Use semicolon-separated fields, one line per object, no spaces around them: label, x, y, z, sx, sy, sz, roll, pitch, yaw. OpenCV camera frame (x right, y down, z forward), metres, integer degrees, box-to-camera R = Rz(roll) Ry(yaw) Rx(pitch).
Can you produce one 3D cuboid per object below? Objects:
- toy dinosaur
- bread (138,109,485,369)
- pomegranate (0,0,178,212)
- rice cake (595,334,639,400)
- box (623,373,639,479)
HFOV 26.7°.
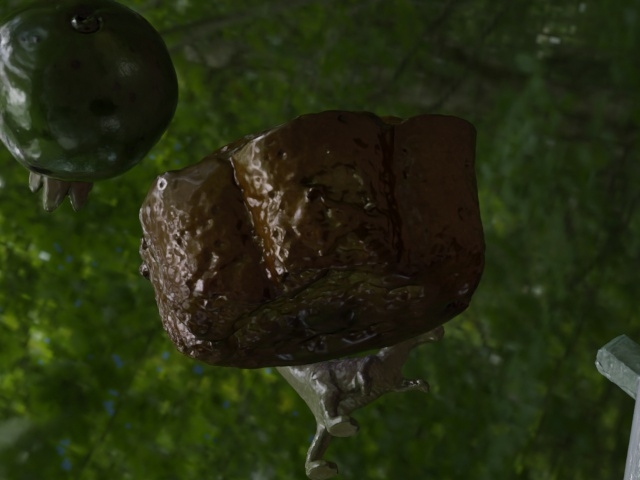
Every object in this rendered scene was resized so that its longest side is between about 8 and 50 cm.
toy dinosaur;0.007;0.144;1.394;0.072;0.251;0.200;48;-144;-33
bread;-0.007;-0.003;0.908;0.232;0.246;0.135;75;-177;-66
pomegranate;-0.233;-0.122;1.280;0.187;0.187;0.225;-36;-20;-42
rice cake;0.263;0.122;0.940;0.033;0.171;0.029;-26;-42;-31
box;0.244;0.149;0.696;0.190;0.112;0.370;-14;-62;-34
